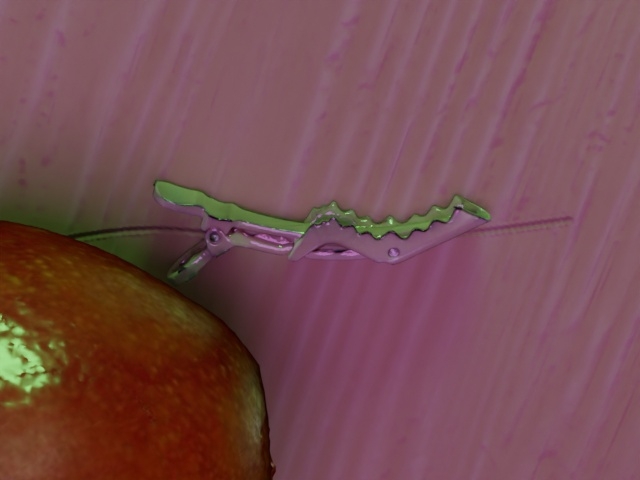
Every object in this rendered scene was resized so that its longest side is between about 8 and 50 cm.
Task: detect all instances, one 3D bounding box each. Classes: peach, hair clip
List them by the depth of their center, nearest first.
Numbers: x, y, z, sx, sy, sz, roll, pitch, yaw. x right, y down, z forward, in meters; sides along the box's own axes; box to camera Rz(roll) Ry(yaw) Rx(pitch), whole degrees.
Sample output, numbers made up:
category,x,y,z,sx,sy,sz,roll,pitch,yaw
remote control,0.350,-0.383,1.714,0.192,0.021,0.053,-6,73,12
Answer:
category,x,y,z,sx,sy,sz,roll,pitch,yaw
peach,-0.209,0.160,1.145,0.388,0.388,0.388,0,109,1
hair clip,0.000,0.000,1.245,0.226,0.034,0.072,2,112,-1
